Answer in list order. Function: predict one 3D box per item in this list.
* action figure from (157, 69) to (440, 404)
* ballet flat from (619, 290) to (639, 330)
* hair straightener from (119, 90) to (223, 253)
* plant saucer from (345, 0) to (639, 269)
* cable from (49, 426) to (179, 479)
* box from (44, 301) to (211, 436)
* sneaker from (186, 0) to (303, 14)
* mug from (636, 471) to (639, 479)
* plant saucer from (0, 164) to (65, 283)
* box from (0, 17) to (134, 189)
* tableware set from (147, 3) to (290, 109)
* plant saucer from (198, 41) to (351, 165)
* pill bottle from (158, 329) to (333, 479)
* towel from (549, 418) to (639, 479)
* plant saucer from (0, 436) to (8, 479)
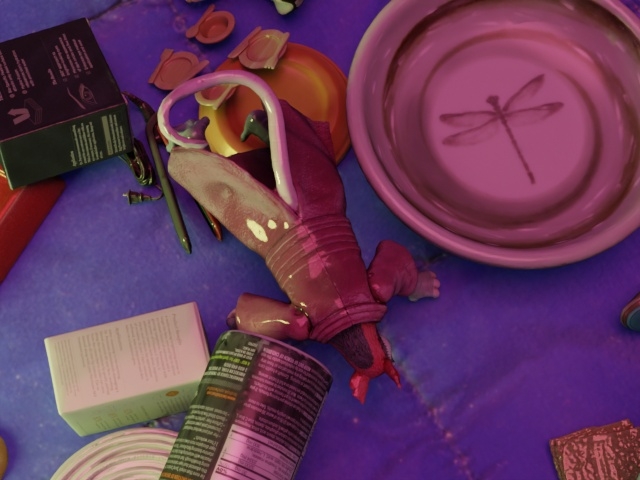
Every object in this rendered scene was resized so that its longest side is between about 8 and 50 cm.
[{"bbox_3d":[0.000,0.000,1.418,0.248,0.276,0.370,-26,70,-11],"label":"action figure"},{"bbox_3d":[0.444,0.051,1.514,0.213,0.072,0.068,-15,44,-6],"label":"ballet flat"},{"bbox_3d":[-0.204,-0.082,1.562,0.089,0.047,0.230,-26,73,-8],"label":"hair straightener"},{"bbox_3d":[0.227,-0.143,1.548,0.400,0.100,0.400,1,70,-2],"label":"plant saucer"},{"bbox_3d":[-0.190,0.334,1.398,0.257,0.089,0.257,34,75,11],"label":"cable"},{"bbox_3d":[-0.206,0.146,1.441,0.170,0.130,0.091,-14,71,-5],"label":"box"},{"bbox_3d":[-0.182,-0.389,1.618,0.384,0.145,0.147,10,71,5],"label":"sneaker"},{"bbox_3d":[0.533,0.216,1.238,0.276,0.328,0.374,4,32,-38],"label":"mug"},{"bbox_3d":[-0.485,-0.033,1.548,0.259,0.048,0.258,28,74,9],"label":"plant saucer"},{"bbox_3d":[-0.325,-0.166,1.542,0.158,0.093,0.156,-19,57,-15],"label":"box"},{"bbox_3d":[-0.128,-0.227,1.597,0.168,0.020,0.141,26,69,35],"label":"tableware set"},{"bbox_3d":[-0.053,-0.161,1.595,0.200,0.037,0.200,0,70,0],"label":"plant saucer"},{"bbox_3d":[-0.089,0.226,1.318,0.130,0.130,0.246,21,72,7],"label":"pill bottle"},{"bbox_3d":[0.326,0.281,1.447,0.110,0.027,0.148,-12,70,-5],"label":"towel"},{"bbox_3d":[-0.400,0.250,1.467,0.083,0.015,0.083,0,72,0],"label":"plant saucer"}]
